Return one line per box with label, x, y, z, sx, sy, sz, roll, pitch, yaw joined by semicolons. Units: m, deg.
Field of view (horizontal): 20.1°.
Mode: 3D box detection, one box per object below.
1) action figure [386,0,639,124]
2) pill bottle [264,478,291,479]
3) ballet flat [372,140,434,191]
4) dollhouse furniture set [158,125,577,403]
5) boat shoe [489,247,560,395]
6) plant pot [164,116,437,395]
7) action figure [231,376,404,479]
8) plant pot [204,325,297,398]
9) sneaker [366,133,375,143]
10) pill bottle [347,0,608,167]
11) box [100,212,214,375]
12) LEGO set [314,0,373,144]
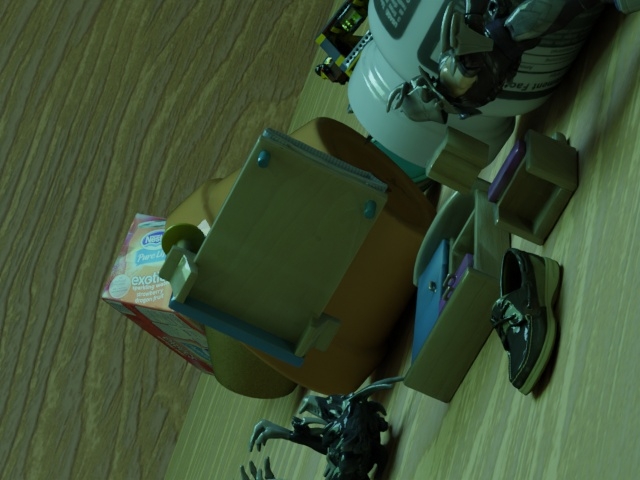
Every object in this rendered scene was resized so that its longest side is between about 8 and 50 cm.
action figure;0.175;-0.186;1.540;0.285;0.099;0.185;-33;2;14
pill bottle;-0.072;0.379;1.631;0.176;0.176;0.318;-84;19;-66
ballet flat;0.103;-0.093;2.240;0.280;0.095;0.096;-59;-12;-58
dollhouse furniture set;0.037;-0.044;1.681;0.198;0.303;0.286;-82;17;-61
boat shoe;0.160;0.064;1.453;0.152;0.049;0.056;-77;13;-54
plant pot;0.000;0.000;2.010;0.203;0.291;0.291;-47;13;18
action figure;-0.019;0.244;1.829;0.164;0.141;0.276;-44;-22;-79
plant pot;-0.068;0.081;2.477;0.237;0.237;0.254;-85;6;-68
sneaker;0.070;-0.099;2.382;0.098;0.083;0.224;85;-158;-60
pill bottle;0.170;-0.252;1.733;0.210;0.210;0.363;-75;11;-51
box;-0.163;0.093;2.651;0.300;0.154;0.142;42;-116;-50
LEGO set;0.166;-0.244;2.016;0.331;0.192;0.255;-47;-20;17
